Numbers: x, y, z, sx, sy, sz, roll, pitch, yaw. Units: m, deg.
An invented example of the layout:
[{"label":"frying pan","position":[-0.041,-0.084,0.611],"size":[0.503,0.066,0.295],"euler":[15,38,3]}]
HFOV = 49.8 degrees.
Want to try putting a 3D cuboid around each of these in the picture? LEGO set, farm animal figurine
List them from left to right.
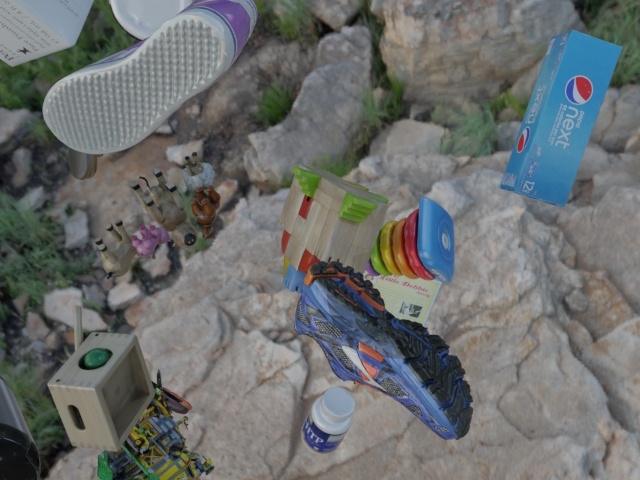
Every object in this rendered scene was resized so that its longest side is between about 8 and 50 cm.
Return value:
[{"label":"farm animal figurine","position":[-0.402,-0.044,1.771],"size":[0.330,0.172,0.327],"euler":[-22,42,-3]},{"label":"LEGO set","position":[-0.298,0.422,1.360],"size":[0.255,0.331,0.192],"euler":[34,45,25]}]

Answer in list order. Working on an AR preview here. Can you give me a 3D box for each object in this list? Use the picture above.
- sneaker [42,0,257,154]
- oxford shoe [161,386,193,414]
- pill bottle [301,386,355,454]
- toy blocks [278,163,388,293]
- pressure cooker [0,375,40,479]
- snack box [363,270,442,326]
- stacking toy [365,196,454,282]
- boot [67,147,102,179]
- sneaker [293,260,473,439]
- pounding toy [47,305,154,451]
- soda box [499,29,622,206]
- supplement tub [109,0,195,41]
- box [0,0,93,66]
[{"label":"sneaker","position":[-0.190,-0.200,0.814],"size":[0.282,0.102,0.161],"euler":[-18,29,26]},{"label":"oxford shoe","position":[-0.477,0.425,1.843],"size":[0.271,0.097,0.098],"euler":[18,71,3]},{"label":"pill bottle","position":[0.023,0.461,1.773],"size":[0.112,0.187,0.112],"euler":[10,45,-10]},{"label":"toy blocks","position":[0.000,0.000,1.456],"size":[0.381,0.190,0.261],"euler":[39,112,63]},{"label":"pressure cooker","position":[-0.935,0.513,1.730],"size":[0.369,0.376,0.420],"euler":[-33,40,-18]},{"label":"snack box","position":[0.129,0.125,1.761],"size":[0.321,0.187,0.060],"euler":[17,26,-1]},{"label":"stacking toy","position":[0.151,0.023,1.595],"size":[0.301,0.175,0.166],"euler":[-9,61,30]},{"label":"boot","position":[-0.585,-0.256,1.777],"size":[0.112,0.115,0.305],"euler":[-48,41,25]},{"label":"sneaker","position":[0.061,0.117,0.695],"size":[0.221,0.087,0.083],"euler":[44,34,18]},{"label":"pounding toy","position":[-0.303,0.182,0.931],"size":[0.100,0.141,0.130],"euler":[1,30,16]},{"label":"soda box","position":[0.306,-0.154,0.887],"size":[0.071,0.067,0.210],"euler":[17,98,-6]},{"label":"supplement tub","position":[-0.397,-0.587,1.681],"size":[0.193,0.194,0.316],"euler":[-22,22,0]},{"label":"box","position":[-0.342,-0.322,0.746],"size":[0.119,0.181,0.182],"euler":[-4,62,35]}]
